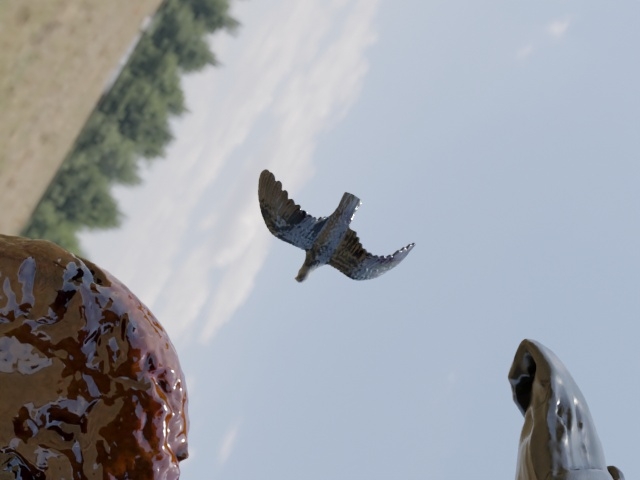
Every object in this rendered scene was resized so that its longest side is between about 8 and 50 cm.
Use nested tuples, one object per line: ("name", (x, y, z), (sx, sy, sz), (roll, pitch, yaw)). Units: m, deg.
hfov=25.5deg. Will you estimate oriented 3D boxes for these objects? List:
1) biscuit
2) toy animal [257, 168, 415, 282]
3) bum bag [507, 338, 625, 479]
("biscuit", (-0.153, 0.082, 0.630), (0.192, 0.192, 0.049), (-57, -175, 14))
("toy animal", (0.001, 0.000, 0.693), (0.050, 0.084, 0.028), (-58, -170, 41))
("bum bag", (0.154, 0.210, 0.822), (0.079, 0.142, 0.326), (-13, -128, 22))
